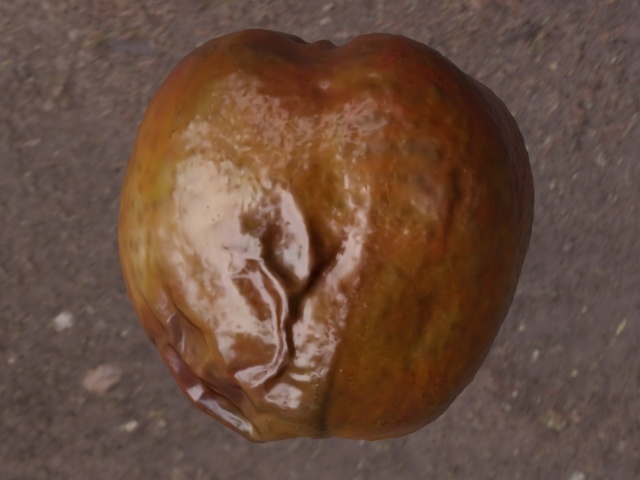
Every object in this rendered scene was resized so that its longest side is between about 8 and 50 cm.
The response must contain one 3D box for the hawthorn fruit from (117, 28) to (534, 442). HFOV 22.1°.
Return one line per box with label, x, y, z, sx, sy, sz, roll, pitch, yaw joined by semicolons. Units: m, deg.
hawthorn fruit;0.000;0.000;1.746;0.472;0.472;0.471;7;112;18
